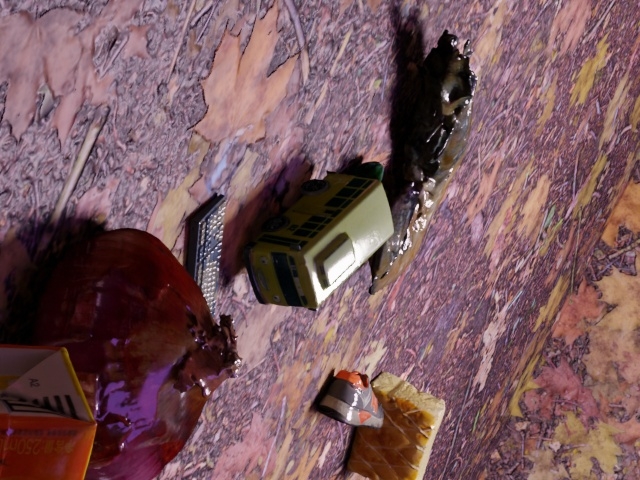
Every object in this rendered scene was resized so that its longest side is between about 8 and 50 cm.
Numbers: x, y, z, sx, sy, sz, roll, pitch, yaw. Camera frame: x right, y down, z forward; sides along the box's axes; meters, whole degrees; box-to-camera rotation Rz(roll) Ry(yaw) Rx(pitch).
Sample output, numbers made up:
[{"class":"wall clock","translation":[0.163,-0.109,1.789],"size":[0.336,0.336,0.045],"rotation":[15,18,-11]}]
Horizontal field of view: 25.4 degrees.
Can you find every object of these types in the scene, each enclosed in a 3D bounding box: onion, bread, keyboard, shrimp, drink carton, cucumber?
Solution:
[{"class":"onion","translation":[-0.151,0.107,1.242],"size":[0.230,0.163,0.230],"rotation":[8,90,-77]},{"class":"bread","translation":[0.124,0.323,2.322],"size":[0.068,0.125,0.188],"rotation":[-38,148,-54]},{"class":"keyboard","translation":[-0.123,0.032,1.493],"size":[0.055,0.014,0.176],"rotation":[-49,156,-44]},{"class":"shrimp","translation":[0.125,-0.095,1.834],"size":[0.445,0.085,0.272],"rotation":[100,17,-54]},{"class":"drink carton","translation":[-0.292,0.253,1.098],"size":[0.154,0.111,0.351],"rotation":[6,116,-26]},{"class":"cucumber","translation":[0.039,-0.060,1.751],"size":[0.168,0.039,0.039],"rotation":[-50,156,-42]}]

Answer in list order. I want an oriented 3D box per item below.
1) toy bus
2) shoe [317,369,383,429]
[{"class":"toy bus","translation":[0.000,0.000,1.606],"size":[0.175,0.101,0.088],"rotation":[-43,131,-40]},{"class":"shoe","translation":[0.059,0.237,2.138],"size":[0.077,0.074,0.194],"rotation":[-69,159,-1]}]
